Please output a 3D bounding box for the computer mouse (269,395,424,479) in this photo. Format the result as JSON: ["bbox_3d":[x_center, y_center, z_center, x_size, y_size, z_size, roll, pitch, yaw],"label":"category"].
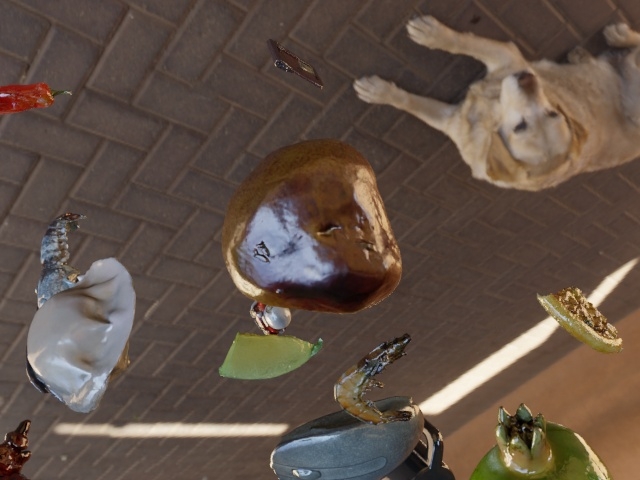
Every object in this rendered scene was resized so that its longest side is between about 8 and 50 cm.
[{"bbox_3d":[0.074,0.474,1.325,0.373,0.114,0.203,-18,123,-11],"label":"computer mouse"}]

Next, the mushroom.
[{"bbox_3d":[-0.018,-0.004,1.098,0.345,0.346,0.259,-15,179,-8],"label":"mushroom"}]

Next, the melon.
[{"bbox_3d":[-0.113,0.260,1.364,0.261,0.114,0.053,-3,169,-29],"label":"melon"}]

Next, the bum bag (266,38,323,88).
[{"bbox_3d":[-0.065,-0.443,1.484,0.159,0.109,0.026,22,124,-38],"label":"bum bag"}]

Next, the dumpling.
[{"bbox_3d":[-0.405,0.145,0.985,0.163,0.293,0.205,1,131,-24],"label":"dumpling"}]

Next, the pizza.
[{"bbox_3d":[0.664,0.187,1.494,0.292,0.197,0.058,33,123,-12],"label":"pizza"}]

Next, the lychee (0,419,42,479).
[{"bbox_3d":[-0.666,0.555,1.033,0.500,0.424,0.425,-62,151,-17],"label":"lychee"}]

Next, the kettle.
[{"bbox_3d":[0.239,0.612,1.664,0.203,0.308,0.262,35,84,-28],"label":"kettle"}]

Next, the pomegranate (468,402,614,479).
[{"bbox_3d":[0.452,0.503,1.173,0.309,0.216,0.359,-27,119,-16],"label":"pomegranate"}]

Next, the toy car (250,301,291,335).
[{"bbox_3d":[-0.142,0.243,1.870,0.112,0.139,0.112,-35,-158,-32],"label":"toy car"}]

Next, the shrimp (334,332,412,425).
[{"bbox_3d":[0.123,0.256,1.036,0.148,0.035,0.195,42,110,-7],"label":"shrimp"}]

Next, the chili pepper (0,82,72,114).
[{"bbox_3d":[-0.596,-0.284,1.169,0.191,0.050,0.059,-13,152,-18],"label":"chili pepper"}]

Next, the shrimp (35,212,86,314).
[{"bbox_3d":[-0.695,0.119,1.591,0.221,0.411,0.166,-23,166,33],"label":"shrimp"}]
